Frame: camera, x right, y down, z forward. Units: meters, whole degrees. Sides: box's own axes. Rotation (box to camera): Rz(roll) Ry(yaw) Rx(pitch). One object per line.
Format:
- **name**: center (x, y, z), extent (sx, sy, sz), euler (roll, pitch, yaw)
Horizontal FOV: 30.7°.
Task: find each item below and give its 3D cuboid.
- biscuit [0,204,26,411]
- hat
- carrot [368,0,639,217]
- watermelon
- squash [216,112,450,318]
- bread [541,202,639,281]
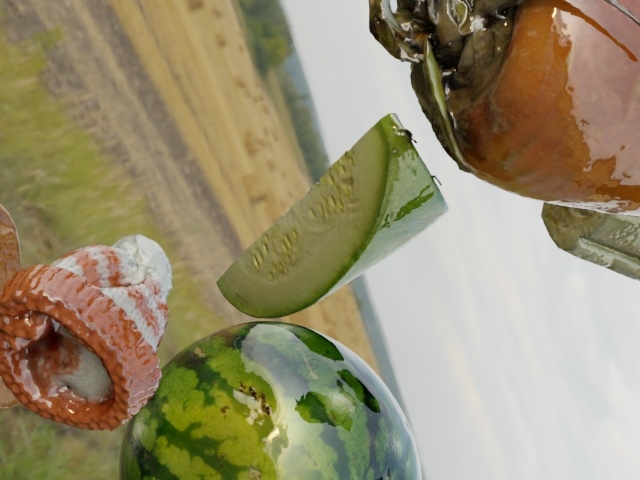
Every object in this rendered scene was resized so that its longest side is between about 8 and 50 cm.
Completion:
- **biscuit**: center (-0.331, 0.031, 0.946), extent (0.334, 0.047, 0.202), euler (44, 48, -42)
- **hat**: center (-0.136, 0.040, 0.749), extent (0.112, 0.093, 0.162), euler (49, 32, -12)
- **carrot**: center (0.183, -0.122, 0.860), extent (0.214, 0.331, 0.193), euler (-126, -128, -71)
- **watermelon**: center (-0.049, 0.219, 1.127), extent (0.285, 0.285, 0.285), euler (-19, 90, -89)
- **squash**: center (0.000, 0.000, 1.272), extent (0.111, 0.288, 0.203), euler (62, 6, 17)
- **bread**: center (0.326, -0.041, 1.227), extent (0.141, 0.148, 0.134), euler (19, 28, -27)
